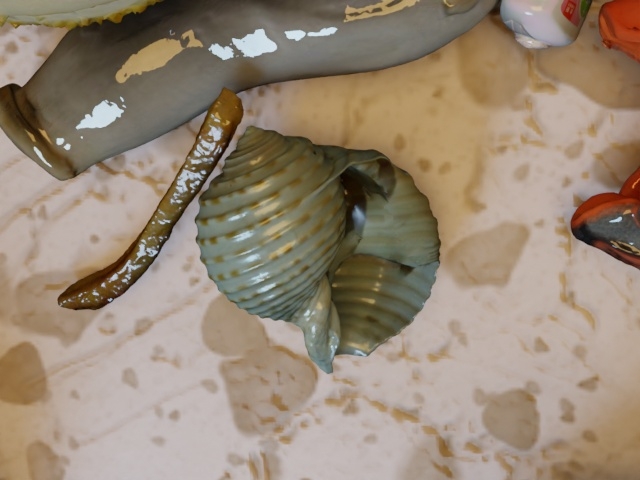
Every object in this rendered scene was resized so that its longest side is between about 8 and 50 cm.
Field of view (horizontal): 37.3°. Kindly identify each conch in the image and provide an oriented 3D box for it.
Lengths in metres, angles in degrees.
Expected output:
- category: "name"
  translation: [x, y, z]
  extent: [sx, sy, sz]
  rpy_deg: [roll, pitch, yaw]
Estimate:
- category: "conch"
  translation: [-0.002, -0.006, 0.566]
  extent: [0.135, 0.102, 0.153]
  rpy_deg: [-25, 137, 4]

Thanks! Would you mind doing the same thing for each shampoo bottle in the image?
- category: "shampoo bottle"
  translation: [0.138, -0.157, 0.542]
  extent: [0.043, 0.072, 0.099]
  rpy_deg: [25, 102, 28]

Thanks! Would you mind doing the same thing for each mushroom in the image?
- category: "mushroom"
  translation: [-0.036, -0.131, 0.560]
  extent: [0.351, 0.097, 0.109]
  rpy_deg: [-18, 84, 13]

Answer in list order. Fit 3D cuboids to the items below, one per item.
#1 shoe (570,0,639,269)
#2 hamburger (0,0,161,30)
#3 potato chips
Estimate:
- category: "shoe"
  translation: [0.232, -0.003, 0.529]
  extent: [0.171, 0.132, 0.336]
  rpy_deg: [-16, 94, 14]
- category: "hamburger"
  translation: [-0.137, -0.249, 0.500]
  extent: [0.294, 0.179, 0.276]
  rpy_deg: [8, 83, 25]
- category: "potato chips"
  translation: [-0.101, -0.014, 0.582]
  extent: [0.037, 0.026, 0.204]
  rpy_deg: [31, 128, -20]
